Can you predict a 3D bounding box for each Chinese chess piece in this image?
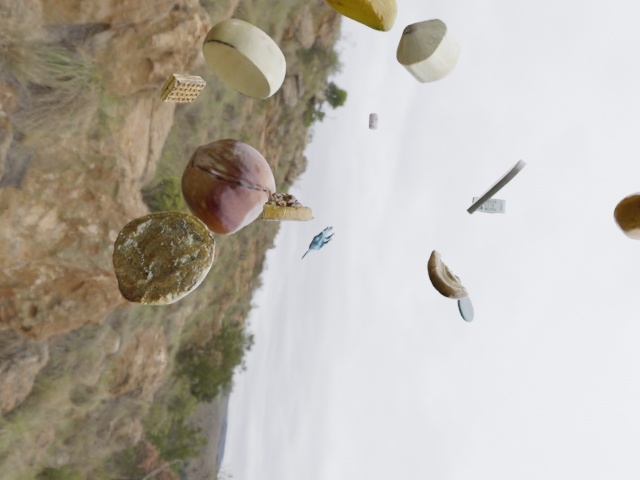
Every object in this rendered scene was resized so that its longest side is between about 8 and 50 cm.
[{"bbox_3d":[-0.218,-0.521,1.637,0.097,0.251,0.251,-60,-176,-16],"label":"Chinese chess piece"}]

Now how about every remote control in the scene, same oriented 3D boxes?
[{"bbox_3d":[0.709,-0.145,2.386,0.029,0.166,0.065,179,-85,-71],"label":"remote control"},{"bbox_3d":[0.447,-0.133,1.454,0.077,0.022,0.245,-41,173,-26],"label":"remote control"}]

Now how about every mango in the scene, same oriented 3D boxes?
[{"bbox_3d":[0.091,-0.686,1.522,0.176,0.317,0.119,-42,175,-13],"label":"mango"},{"bbox_3d":[0.875,-0.073,1.517,0.109,0.147,0.227,-52,164,-14],"label":"mango"}]

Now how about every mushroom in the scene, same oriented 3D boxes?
[{"bbox_3d":[0.431,0.132,2.009,0.209,0.094,0.072,56,-46,25],"label":"mushroom"}]

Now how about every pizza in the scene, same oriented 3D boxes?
[{"bbox_3d":[-0.104,-0.105,1.626,0.194,0.154,0.069,-126,-143,-65],"label":"pizza"}]

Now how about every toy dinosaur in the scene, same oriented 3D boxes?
[{"bbox_3d":[0.000,0.000,1.757,0.080,0.045,0.197,-41,-176,42],"label":"toy dinosaur"}]

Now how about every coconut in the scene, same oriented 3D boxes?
[{"bbox_3d":[0.367,-0.666,1.969,0.202,0.222,0.202,-23,-127,34],"label":"coconut"}]

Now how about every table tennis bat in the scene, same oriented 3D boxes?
[{"bbox_3d":[0.595,0.244,2.366,0.033,0.124,0.201,-22,-92,35],"label":"table tennis bat"}]

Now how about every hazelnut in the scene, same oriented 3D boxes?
[{"bbox_3d":[-0.360,-0.206,2.182,0.315,0.373,0.372,11,-86,54],"label":"hazelnut"}]

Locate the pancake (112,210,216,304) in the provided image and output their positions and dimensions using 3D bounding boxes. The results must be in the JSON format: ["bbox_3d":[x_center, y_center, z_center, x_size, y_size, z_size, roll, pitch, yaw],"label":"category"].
[{"bbox_3d":[-0.497,0.051,1.802,0.065,0.357,0.356,75,14,-55],"label":"pancake"}]

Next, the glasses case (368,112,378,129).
[{"bbox_3d":[0.175,-0.391,1.867,0.083,0.032,0.021,86,12,-67],"label":"glasses case"}]

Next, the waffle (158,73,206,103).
[{"bbox_3d":[-0.461,-0.506,1.895,0.102,0.042,0.148,-43,169,30],"label":"waffle"}]
